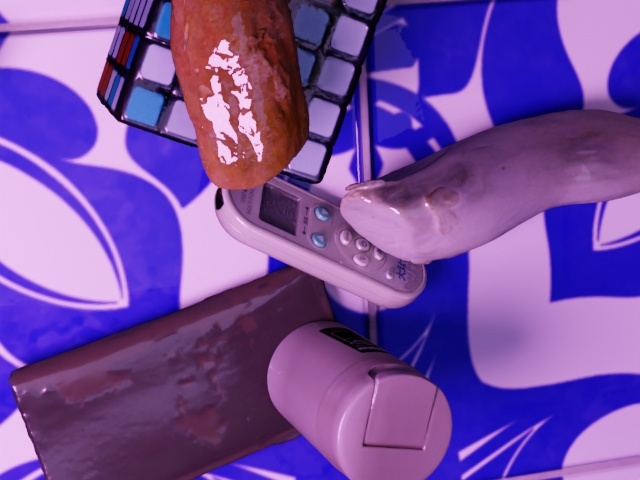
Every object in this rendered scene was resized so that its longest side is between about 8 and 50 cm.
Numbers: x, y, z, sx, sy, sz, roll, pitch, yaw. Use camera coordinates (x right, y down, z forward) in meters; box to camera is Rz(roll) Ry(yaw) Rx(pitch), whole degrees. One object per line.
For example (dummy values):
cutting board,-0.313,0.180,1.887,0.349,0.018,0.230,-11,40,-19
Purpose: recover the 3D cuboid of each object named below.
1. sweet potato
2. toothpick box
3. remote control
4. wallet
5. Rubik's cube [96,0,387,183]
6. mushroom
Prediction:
sweet potato,-0.069,-0.165,1.062,0.097,0.097,0.251,-12,98,-13
toothpick box,0.032,0.146,1.268,0.111,0.181,0.111,-5,103,-21
remote control,0.000,0.000,1.318,0.221,0.078,0.042,24,136,-19
wallet,-0.121,0.140,1.331,0.309,0.042,0.165,-22,109,-13
Rubik's cube,-0.072,-0.168,1.198,0.182,0.184,0.187,18,95,-17
mushroom,0.187,-0.060,1.339,0.351,0.097,0.109,-16,65,-16
